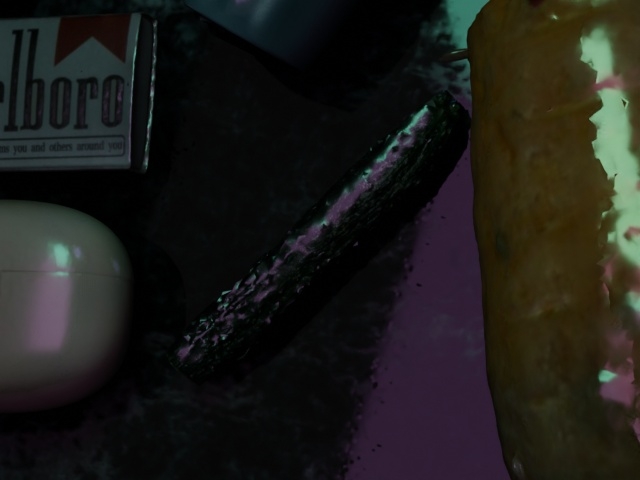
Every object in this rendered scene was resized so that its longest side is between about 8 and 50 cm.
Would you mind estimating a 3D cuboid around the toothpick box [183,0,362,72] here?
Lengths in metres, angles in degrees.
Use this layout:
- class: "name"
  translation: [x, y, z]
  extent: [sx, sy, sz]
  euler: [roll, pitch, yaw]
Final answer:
- class: "toothpick box"
  translation: [-0.008, -0.206, 1.134]
  extent: [0.120, 0.120, 0.184]
  euler: [31, 96, 21]

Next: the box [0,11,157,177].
- class: "box"
  translation: [-0.205, -0.102, 1.227]
  extent: [0.177, 0.036, 0.115]
  euler: [0, 80, 20]

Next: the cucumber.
- class: "cucumber"
  translation: [0.000, 0.000, 1.135]
  extent: [0.256, 0.043, 0.044]
  euler: [-45, 75, 6]

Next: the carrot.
- class: "carrot"
  translation: [0.198, 0.028, 0.973]
  extent: [0.224, 0.224, 0.341]
  euler: [-13, 72, 17]

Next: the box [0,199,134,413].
- class: "box"
  translation: [-0.223, 0.045, 1.179]
  extent: [0.200, 0.088, 0.146]
  euler: [-1, 80, 18]
